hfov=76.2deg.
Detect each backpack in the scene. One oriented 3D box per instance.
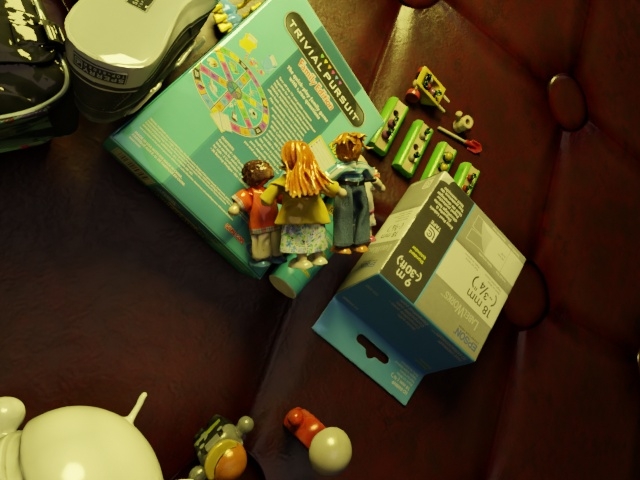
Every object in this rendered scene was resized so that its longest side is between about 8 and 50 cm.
[{"bbox_3d":[-0.411,-0.185,0.405,0.253,0.191,0.225,-25,93,-32],"label":"backpack"}]

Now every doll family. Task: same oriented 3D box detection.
[{"bbox_3d":[0.015,-0.059,0.543,0.263,0.118,0.163,-12,104,-36],"label":"doll family"}]

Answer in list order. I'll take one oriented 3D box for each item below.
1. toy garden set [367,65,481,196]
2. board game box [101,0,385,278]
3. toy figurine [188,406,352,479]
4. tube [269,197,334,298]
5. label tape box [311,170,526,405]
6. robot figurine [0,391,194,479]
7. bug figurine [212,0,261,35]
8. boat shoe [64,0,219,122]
[{"bbox_3d":[0.230,-0.197,0.782,0.244,0.049,0.204,34,72,-18],"label":"toy garden set"},{"bbox_3d":[-0.082,-0.156,0.589,0.254,0.079,0.336,49,67,-28],"label":"board game box"},{"bbox_3d":[-0.069,0.338,0.537,0.209,0.148,0.213,9,82,-24],"label":"toy figurine"},{"bbox_3d":[0.000,0.000,0.662,0.080,0.052,0.207,51,61,-22],"label":"tube"},{"bbox_3d":[0.182,0.088,0.702,0.240,0.106,0.334,42,70,-15],"label":"label tape box"},{"bbox_3d":[-0.310,0.310,0.398,0.353,0.200,0.300,-33,71,-24],"label":"robot figurine"},{"bbox_3d":[-0.223,-0.326,0.571,0.279,0.072,0.216,-31,105,-29],"label":"bug figurine"},{"bbox_3d":[-0.193,-0.256,0.481,0.113,0.105,0.306,21,54,-21],"label":"boat shoe"}]
